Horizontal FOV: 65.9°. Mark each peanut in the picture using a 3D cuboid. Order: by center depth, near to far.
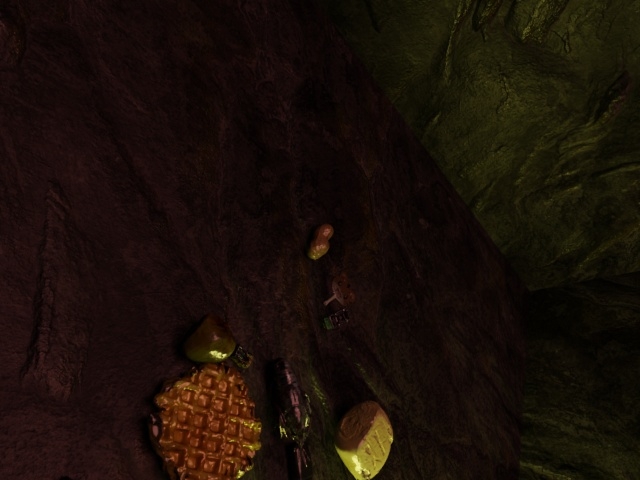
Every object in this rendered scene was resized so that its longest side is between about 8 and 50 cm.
[{"bbox_3d":[0.002,0.001,2.127,0.089,0.089,0.192,43,50,-29],"label":"peanut"}]

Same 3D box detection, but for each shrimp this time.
[{"bbox_3d":[-0.086,0.595,1.756,0.172,0.137,0.372,-10,81,-32],"label":"shrimp"}]

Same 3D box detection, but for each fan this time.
[{"bbox_3d":[0.077,0.234,2.183,0.227,0.008,0.152,-28,97,-50],"label":"fan"}]

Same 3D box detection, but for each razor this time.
[{"bbox_3d":[-0.071,0.794,1.767,0.090,0.054,0.147,7,71,-50],"label":"razor"}]

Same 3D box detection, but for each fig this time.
[{"bbox_3d":[-0.361,0.316,1.570,0.166,0.144,0.154,-19,100,-36],"label":"fig"}]

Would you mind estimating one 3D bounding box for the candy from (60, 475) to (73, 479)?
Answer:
[{"bbox_3d":[-0.587,0.736,1.214,0.088,0.061,0.312,-30,98,-46],"label":"candy"}]

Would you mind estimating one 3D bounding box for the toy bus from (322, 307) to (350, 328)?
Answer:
[{"bbox_3d":[0.060,0.329,2.076,0.123,0.075,0.060,-17,88,-49],"label":"toy bus"}]

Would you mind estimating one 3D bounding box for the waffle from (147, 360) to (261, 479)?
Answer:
[{"bbox_3d":[-0.345,0.571,1.524,0.380,0.095,0.382,-22,89,-50],"label":"waffle"}]

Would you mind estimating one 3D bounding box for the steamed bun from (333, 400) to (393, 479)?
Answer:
[{"bbox_3d":[0.162,0.789,1.949,0.273,0.166,0.232,-51,126,-39],"label":"steamed bun"}]

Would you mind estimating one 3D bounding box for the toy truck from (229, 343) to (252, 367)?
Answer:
[{"bbox_3d":[-0.275,0.399,1.694,0.083,0.054,0.049,47,46,-25],"label":"toy truck"}]
